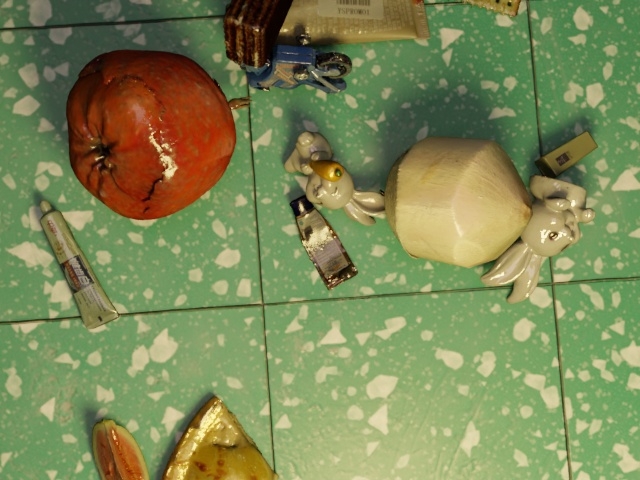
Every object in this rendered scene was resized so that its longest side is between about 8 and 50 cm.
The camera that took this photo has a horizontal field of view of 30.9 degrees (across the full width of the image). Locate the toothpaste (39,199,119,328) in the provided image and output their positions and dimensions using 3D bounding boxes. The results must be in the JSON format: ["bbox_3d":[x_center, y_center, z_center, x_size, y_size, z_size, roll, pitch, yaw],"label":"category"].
[{"bbox_3d":[-0.413,0.037,1.938,0.060,0.038,0.233,-27,90,-1],"label":"toothpaste"}]

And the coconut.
[{"bbox_3d":[0.231,-0.061,1.874,0.234,0.224,0.224,0,84,25],"label":"coconut"}]

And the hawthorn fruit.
[{"bbox_3d":[-0.244,-0.181,1.865,0.307,0.276,0.276,-19,86,-32],"label":"hawthorn fruit"}]

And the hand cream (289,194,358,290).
[{"bbox_3d":[0.000,0.000,1.962,0.062,0.039,0.163,-29,93,-7],"label":"hand cream"}]

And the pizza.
[{"bbox_3d":[-0.157,0.366,1.899,0.188,0.080,0.204,16,83,-2],"label":"pizza"}]

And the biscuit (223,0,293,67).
[{"bbox_3d":[-0.062,-0.466,1.901,0.073,0.107,0.388,17,64,6],"label":"biscuit"}]

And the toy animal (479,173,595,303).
[{"bbox_3d":[0.370,0.004,1.933,0.104,0.131,0.220,25,84,-43],"label":"toy animal"}]

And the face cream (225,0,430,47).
[{"bbox_3d":[0.012,-0.386,1.976,0.341,0.084,0.137,-10,87,-9],"label":"face cream"}]

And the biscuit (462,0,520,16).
[{"bbox_3d":[0.265,-0.477,2.021,0.203,0.016,0.144,16,84,-2],"label":"biscuit"}]

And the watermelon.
[{"bbox_3d":[-0.319,0.364,1.899,0.069,0.087,0.163,-20,87,-35],"label":"watermelon"}]

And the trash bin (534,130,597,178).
[{"bbox_3d":[0.420,-0.146,1.980,0.092,0.061,0.043,-34,87,-8],"label":"trash bin"}]

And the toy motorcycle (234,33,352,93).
[{"bbox_3d":[-0.050,-0.288,1.945,0.205,0.114,0.076,4,70,-7],"label":"toy motorcycle"}]

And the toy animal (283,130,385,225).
[{"bbox_3d":[0.033,-0.101,1.925,0.127,0.131,0.181,-22,69,-39],"label":"toy animal"}]
